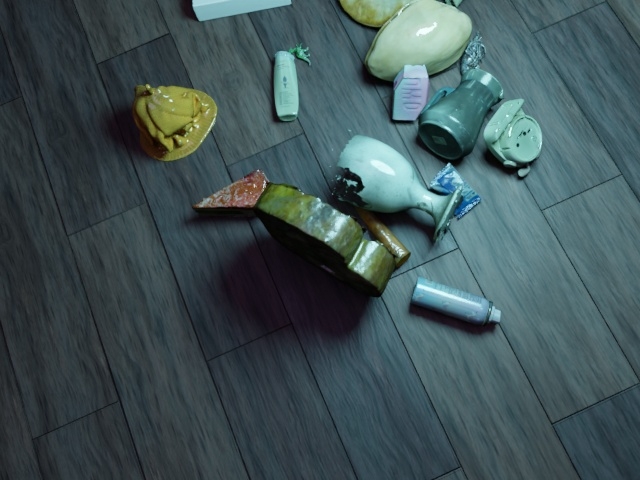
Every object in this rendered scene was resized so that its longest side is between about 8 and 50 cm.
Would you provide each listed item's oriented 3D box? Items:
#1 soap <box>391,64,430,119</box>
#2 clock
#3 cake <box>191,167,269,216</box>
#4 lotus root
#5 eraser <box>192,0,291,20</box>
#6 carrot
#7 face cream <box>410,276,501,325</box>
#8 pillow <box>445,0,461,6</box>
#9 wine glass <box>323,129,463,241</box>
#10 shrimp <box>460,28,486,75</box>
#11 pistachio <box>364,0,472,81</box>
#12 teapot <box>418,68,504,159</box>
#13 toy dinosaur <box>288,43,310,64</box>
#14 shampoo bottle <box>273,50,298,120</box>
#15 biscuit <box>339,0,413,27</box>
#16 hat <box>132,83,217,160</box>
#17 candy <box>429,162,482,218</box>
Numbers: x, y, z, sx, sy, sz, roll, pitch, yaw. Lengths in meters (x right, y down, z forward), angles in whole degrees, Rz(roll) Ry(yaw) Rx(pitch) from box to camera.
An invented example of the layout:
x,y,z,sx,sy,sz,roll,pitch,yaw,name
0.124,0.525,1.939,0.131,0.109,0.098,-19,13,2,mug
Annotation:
x,y,z,sx,sy,sz,roll,pitch,yaw,name
0.254,-0.416,1.643,0.100,0.149,0.056,3,44,3,soap
0.537,-0.274,1.588,0.191,0.062,0.152,44,72,-23,clock
-0.231,-0.094,1.625,0.220,0.086,0.117,-31,73,-5,cake
0.000,0.000,1.459,0.390,0.374,0.111,37,79,-25,lotus root
-0.246,-0.761,1.813,0.297,0.076,0.078,-10,74,1,eraser
0.163,-0.028,1.602,0.057,0.057,0.224,-34,69,-5,carrot
0.353,0.164,1.516,0.229,0.075,0.075,18,77,10,face cream
0.405,-0.798,1.734,0.134,0.181,0.077,-41,35,-15,pillow
0.197,-0.143,1.553,0.356,0.190,0.191,26,78,10,wine glass
0.452,-0.548,1.713,0.065,0.056,0.165,17,86,24,shrimp
0.277,-0.565,1.670,0.317,0.193,0.214,-27,116,9,pistachio
0.379,-0.356,1.623,0.203,0.171,0.225,24,68,41,teapot
-0.065,-0.564,1.774,0.062,0.021,0.083,-12,70,9,toy dinosaur
-0.104,-0.458,1.733,0.072,0.049,0.213,-8,74,6,shampoo bottle
0.184,-0.744,1.755,0.308,0.040,0.205,14,99,22,biscuit
-0.436,-0.379,1.643,0.244,0.233,0.234,-10,75,3,hat
0.369,-0.138,1.614,0.088,0.038,0.136,-40,83,-1,candy
